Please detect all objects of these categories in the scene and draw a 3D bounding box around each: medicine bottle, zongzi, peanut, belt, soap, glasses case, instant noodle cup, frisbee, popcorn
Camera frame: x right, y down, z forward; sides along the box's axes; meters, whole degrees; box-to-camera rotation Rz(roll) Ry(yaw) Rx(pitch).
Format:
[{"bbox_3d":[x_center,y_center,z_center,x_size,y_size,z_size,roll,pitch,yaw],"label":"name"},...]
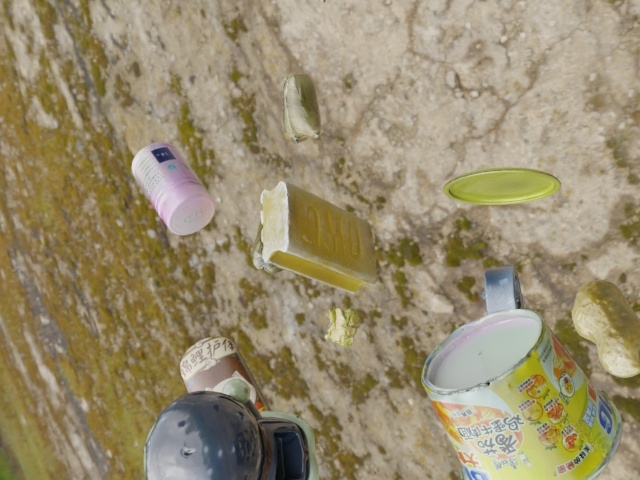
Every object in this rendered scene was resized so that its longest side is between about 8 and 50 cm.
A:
[{"bbox_3d":[-0.421,-0.150,1.703,0.254,0.152,0.152,50,138,30],"label":"medicine bottle"},{"bbox_3d":[-0.083,0.024,1.978,0.250,0.275,0.125,-86,7,-57],"label":"zongzi"},{"bbox_3d":[0.587,0.180,1.211,0.236,0.120,0.110,-86,3,-49],"label":"peanut"},{"bbox_3d":[0.432,0.157,1.397,0.082,0.141,0.190,-8,96,26],"label":"belt"},{"bbox_3d":[0.000,0.000,1.264,0.089,0.274,0.173,-26,56,36],"label":"soap"},{"bbox_3d":[-0.165,0.339,1.165,0.320,0.122,0.082,60,179,13],"label":"glasses case"},{"bbox_3d":[0.221,0.185,0.703,0.205,0.205,0.153,-22,103,52],"label":"instant noodle cup"},{"bbox_3d":[0.373,-0.111,1.233,0.236,0.236,0.017,-13,70,52],"label":"frisbee"},{"bbox_3d":[0.058,0.216,1.495,0.089,0.096,0.109,14,140,-1],"label":"popcorn"},{"bbox_3d":[-0.041,-0.366,1.636,0.197,0.099,0.194,-158,64,-68],"label":"zongzi"}]

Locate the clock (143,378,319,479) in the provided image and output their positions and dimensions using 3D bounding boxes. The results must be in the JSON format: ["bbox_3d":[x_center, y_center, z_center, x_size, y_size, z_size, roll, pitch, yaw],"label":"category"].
[{"bbox_3d":[-0.116,0.278,0.775,0.147,0.243,0.199,-17,63,31],"label":"clock"}]

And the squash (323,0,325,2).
[{"bbox_3d":[0.005,-0.505,0.947,0.220,0.133,0.220,-164,90,-71],"label":"squash"}]
